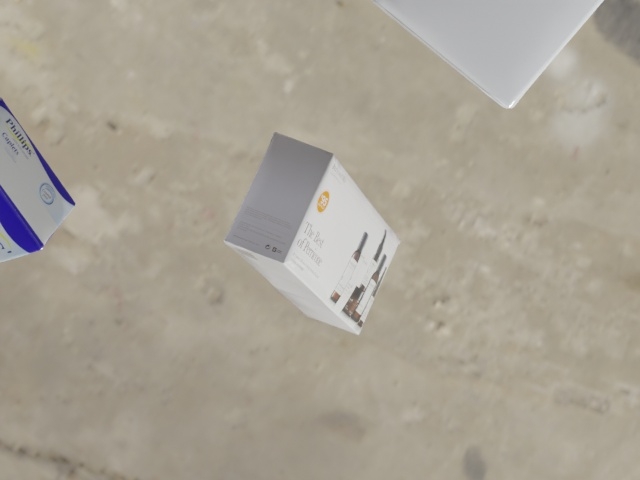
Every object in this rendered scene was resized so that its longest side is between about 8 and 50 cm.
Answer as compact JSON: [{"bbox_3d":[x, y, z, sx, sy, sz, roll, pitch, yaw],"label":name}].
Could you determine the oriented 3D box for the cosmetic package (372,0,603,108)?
[{"bbox_3d":[0.141,-0.245,1.227,0.138,0.225,0.224,36,103,-17],"label":"cosmetic package"}]

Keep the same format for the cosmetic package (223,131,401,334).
[{"bbox_3d":[0.000,0.000,1.414,0.060,0.099,0.239,19,170,20],"label":"cosmetic package"}]

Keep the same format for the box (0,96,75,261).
[{"bbox_3d":[-0.319,-0.046,1.550,0.137,0.072,0.126,-15,119,34],"label":"box"}]
